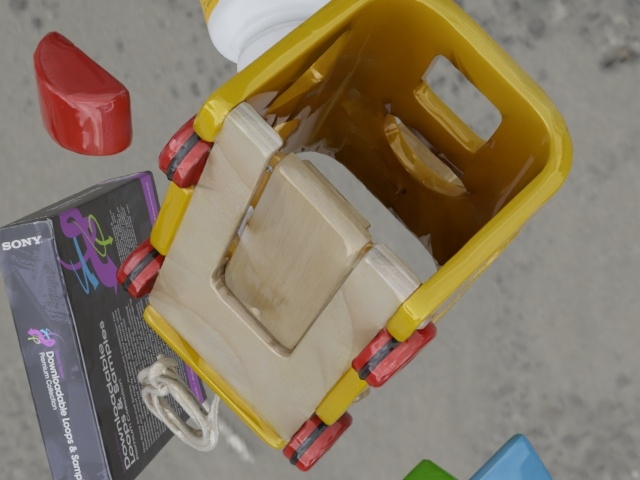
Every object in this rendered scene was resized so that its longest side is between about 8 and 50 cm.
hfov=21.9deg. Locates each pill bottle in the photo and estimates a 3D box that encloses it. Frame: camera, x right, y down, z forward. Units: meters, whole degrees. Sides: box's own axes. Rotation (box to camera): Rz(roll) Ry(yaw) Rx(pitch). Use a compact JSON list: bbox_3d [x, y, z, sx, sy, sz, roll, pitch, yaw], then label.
[{"bbox_3d":[-0.046,-0.220,1.385,0.118,0.208,0.117,-14,155,-7],"label":"pill bottle"}]

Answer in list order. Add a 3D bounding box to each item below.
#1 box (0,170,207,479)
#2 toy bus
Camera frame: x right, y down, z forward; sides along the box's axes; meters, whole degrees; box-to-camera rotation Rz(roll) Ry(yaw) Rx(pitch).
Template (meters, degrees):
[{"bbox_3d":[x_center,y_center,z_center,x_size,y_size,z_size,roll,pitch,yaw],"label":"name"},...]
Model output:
[{"bbox_3d":[-0.092,0.036,0.720,0.029,0.162,0.116,-12,97,9],"label":"box"},{"bbox_3d":[0.007,-0.001,0.561,0.104,0.202,0.191,-41,129,-25],"label":"toy bus"}]
